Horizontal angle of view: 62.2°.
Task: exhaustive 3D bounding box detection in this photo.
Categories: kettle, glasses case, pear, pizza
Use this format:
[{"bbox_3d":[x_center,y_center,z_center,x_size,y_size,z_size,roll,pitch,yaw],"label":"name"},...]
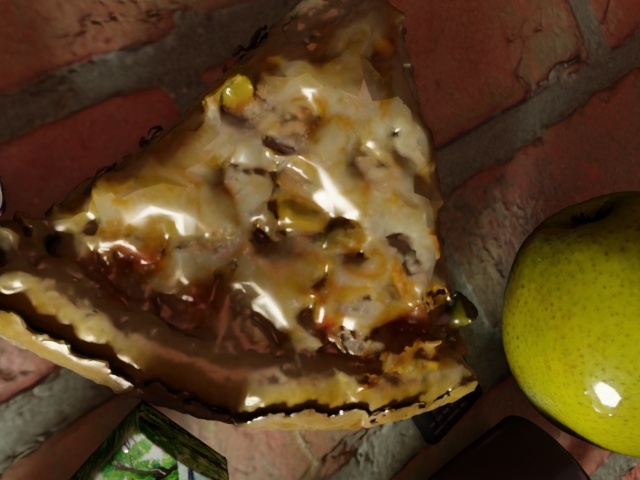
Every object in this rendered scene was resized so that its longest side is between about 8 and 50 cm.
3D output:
[{"bbox_3d":[0.156,0.321,0.558,0.232,0.144,0.201,-27,129,-16],"label":"kettle"},{"bbox_3d":[-0.194,0.259,0.400,0.095,0.062,0.272,42,86,-16],"label":"glasses case"},{"bbox_3d":[0.342,0.086,0.566,0.295,0.294,0.293,1,87,-24],"label":"pear"},{"bbox_3d":[-0.011,0.031,0.477,0.435,0.080,0.391,-41,104,-4],"label":"pizza"}]

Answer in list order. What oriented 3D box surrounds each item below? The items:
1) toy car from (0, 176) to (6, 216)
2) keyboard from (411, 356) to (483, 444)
[{"bbox_3d":[-0.307,-0.020,0.400,0.142,0.055,0.069,-30,99,-8],"label":"toy car"},{"bbox_3d":[0.063,0.053,0.565,0.103,0.041,0.381,-39,103,-20],"label":"keyboard"}]
